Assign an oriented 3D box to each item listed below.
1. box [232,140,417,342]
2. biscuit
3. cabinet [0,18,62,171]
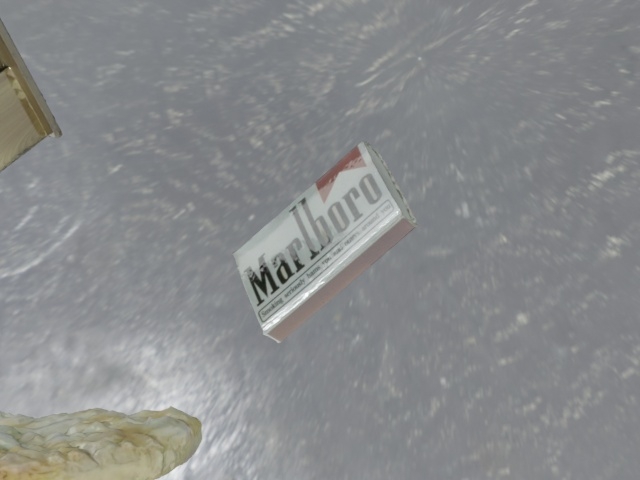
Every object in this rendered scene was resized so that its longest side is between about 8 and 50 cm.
[{"bbox_3d":[0.000,0.000,1.399,0.177,0.115,0.036,-41,133,15],"label":"box"},{"bbox_3d":[-0.188,0.107,0.707,0.265,0.188,0.040,-4,93,-9],"label":"biscuit"},{"bbox_3d":[-0.386,-0.113,1.386,0.175,0.215,0.148,-42,122,-29],"label":"cabinet"}]
